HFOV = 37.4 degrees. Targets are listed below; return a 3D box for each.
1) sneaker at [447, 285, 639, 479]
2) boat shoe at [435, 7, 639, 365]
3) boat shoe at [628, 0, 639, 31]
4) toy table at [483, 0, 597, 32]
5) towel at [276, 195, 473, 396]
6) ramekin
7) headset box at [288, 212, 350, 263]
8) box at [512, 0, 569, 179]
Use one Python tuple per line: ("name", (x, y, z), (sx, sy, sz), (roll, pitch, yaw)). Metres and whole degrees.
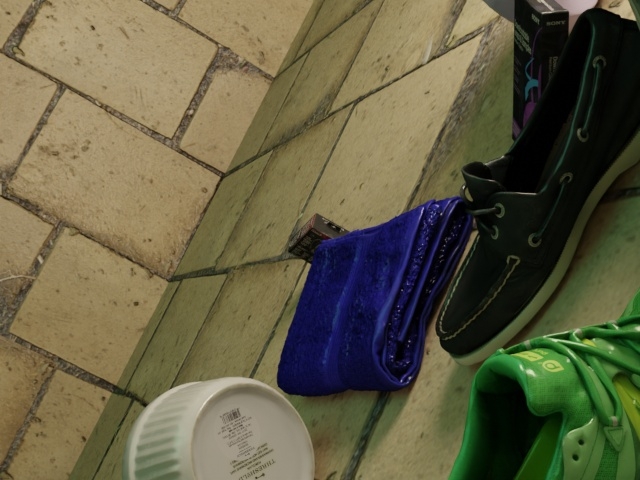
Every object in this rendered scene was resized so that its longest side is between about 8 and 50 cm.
("sneaker", (0.164, 0.095, 0.551), (0.295, 0.123, 0.109), (-47, 21, -18))
("boat shoe", (0.181, -0.049, 0.828), (0.340, 0.113, 0.127), (-56, 17, 17))
("boat shoe", (0.252, -0.156, 0.596), (0.118, 0.103, 0.320), (-13, 75, 22))
("toy table", (0.240, -0.365, 1.002), (0.161, 0.252, 0.274), (114, 150, -47))
("towel", (0.045, 0.070, 1.114), (0.308, 0.076, 0.228), (-26, 37, 64))
("ramekin", (-0.103, 0.249, 1.043), (0.109, 0.207, 0.207), (-29, 33, 46))
("headset box", (0.000, 0.000, 1.400), (0.083, 0.062, 0.032), (-46, 22, 44))
("box", (0.211, -0.155, 0.915), (0.116, 0.029, 0.162), (-94, 1, -64))
